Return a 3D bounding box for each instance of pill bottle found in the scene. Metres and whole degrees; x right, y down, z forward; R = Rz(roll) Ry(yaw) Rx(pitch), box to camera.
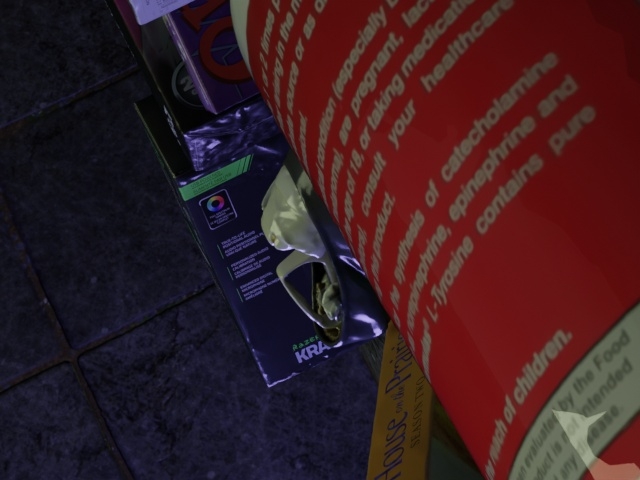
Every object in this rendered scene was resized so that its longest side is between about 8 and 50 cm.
[{"bbox_3d":[0.108,-0.053,0.557,0.408,0.229,0.229,60,173,31],"label":"pill bottle"}]

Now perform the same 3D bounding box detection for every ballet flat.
[{"bbox_3d":[0.000,0.000,1.074,0.203,0.074,0.074,73,169,-45],"label":"ballet flat"}]

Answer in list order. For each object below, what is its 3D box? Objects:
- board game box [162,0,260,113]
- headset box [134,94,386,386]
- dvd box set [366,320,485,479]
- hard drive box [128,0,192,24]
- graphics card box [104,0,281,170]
[{"bbox_3d":[-0.058,-0.286,1.107,0.347,0.208,0.056,65,174,-17],"label":"board game box"},{"bbox_3d":[0.001,-0.052,1.426,0.131,0.246,0.283,-122,9,-50],"label":"headset box"},{"bbox_3d":[0.150,0.224,1.023,0.307,0.062,0.420,45,-158,-14],"label":"dvd box set"},{"bbox_3d":[-0.032,-0.244,0.937,0.089,0.232,0.181,63,173,16],"label":"hard drive box"},{"bbox_3d":[-0.081,-0.266,1.272,0.371,0.233,0.094,63,174,15],"label":"graphics card box"}]
